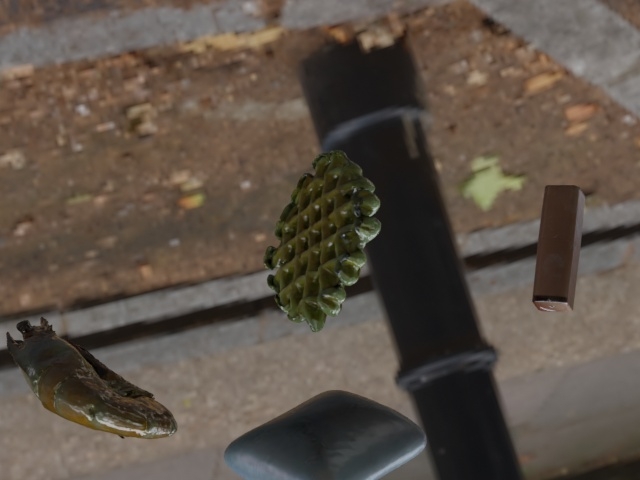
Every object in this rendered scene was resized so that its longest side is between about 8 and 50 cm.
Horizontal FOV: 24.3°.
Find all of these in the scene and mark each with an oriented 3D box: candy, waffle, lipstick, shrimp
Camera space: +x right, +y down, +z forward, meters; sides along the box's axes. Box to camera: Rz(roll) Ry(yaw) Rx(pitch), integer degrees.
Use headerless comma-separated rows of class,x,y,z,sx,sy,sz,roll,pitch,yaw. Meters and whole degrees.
candy,0.007,0.204,1.476,0.138,0.071,0.174,18,-155,34
waffle,0.000,0.000,1.500,0.036,0.183,0.169,20,108,-26
lipstick,0.281,0.009,1.754,0.045,0.145,0.045,1,161,25
shrimp,-0.189,0.115,1.193,0.115,0.217,0.051,30,87,-37
